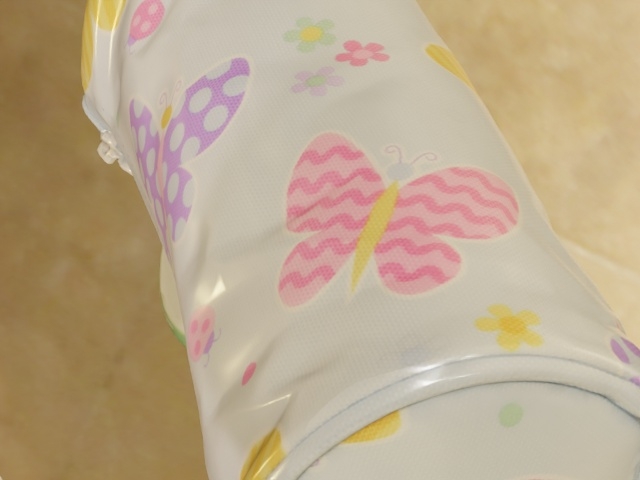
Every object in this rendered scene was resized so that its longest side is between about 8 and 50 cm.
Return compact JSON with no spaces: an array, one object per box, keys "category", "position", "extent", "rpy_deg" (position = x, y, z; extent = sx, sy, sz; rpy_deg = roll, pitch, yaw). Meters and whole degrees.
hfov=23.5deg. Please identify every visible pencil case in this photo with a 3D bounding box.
[{"category":"pencil case","position":[0.000,-0.007,0.473],"extent":[0.124,0.113,0.273],"rpy_deg":[-23,42,-2]}]

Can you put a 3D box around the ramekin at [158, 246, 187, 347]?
[{"category":"ramekin","position":[0.000,0.000,1.309],"extent":[0.303,0.148,0.303],"rpy_deg":[-31,43,34]}]

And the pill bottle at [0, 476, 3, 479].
[{"category":"pill bottle","position":[-0.258,0.198,1.001],"extent":[0.067,0.067,0.120],"rpy_deg":[44,115,22]}]
